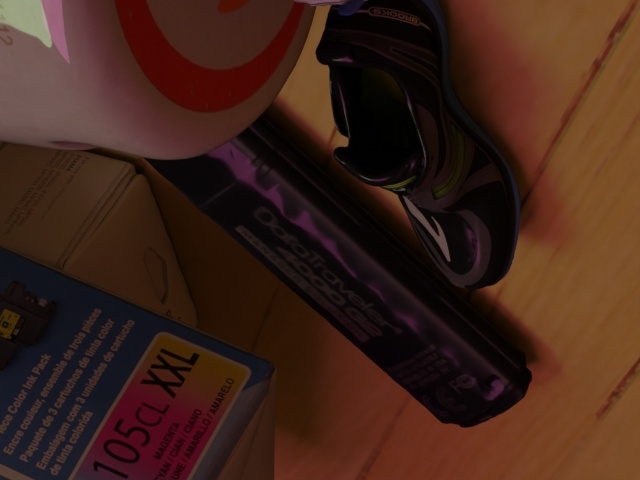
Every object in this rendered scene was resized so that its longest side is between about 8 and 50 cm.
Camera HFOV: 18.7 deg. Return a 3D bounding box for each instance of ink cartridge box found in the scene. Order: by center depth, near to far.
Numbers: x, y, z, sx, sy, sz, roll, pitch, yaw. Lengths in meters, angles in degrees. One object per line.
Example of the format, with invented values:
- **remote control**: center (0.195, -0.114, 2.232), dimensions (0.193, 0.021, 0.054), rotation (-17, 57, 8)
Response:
- **ink cartridge box**: center (-0.230, 0.116, 1.146), dimensions (0.395, 0.151, 0.270), rotation (24, 148, 14)
- **ink cartridge box**: center (-0.201, 0.012, 1.201), dimensions (0.218, 0.092, 0.158), rotation (13, 143, 25)

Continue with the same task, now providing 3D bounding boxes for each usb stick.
- **usb stick**: center (0.000, 0.000, 1.057), dimensions (0.278, 0.045, 0.077), rotation (42, 139, -14)

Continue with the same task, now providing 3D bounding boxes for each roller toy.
- **roller toy**: center (-0.090, -0.134, 0.824), dimensions (0.146, 0.209, 0.191), rotation (8, 152, 32)

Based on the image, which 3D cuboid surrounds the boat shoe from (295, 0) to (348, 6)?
- **boat shoe**: center (0.008, -0.221, 0.710), dimensions (0.102, 0.108, 0.301), rotation (-5, 126, 15)

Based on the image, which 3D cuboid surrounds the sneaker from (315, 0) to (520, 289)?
- **sneaker**: center (0.041, -0.043, 0.933), dimensions (0.067, 0.078, 0.188), rotation (8, 140, 34)
